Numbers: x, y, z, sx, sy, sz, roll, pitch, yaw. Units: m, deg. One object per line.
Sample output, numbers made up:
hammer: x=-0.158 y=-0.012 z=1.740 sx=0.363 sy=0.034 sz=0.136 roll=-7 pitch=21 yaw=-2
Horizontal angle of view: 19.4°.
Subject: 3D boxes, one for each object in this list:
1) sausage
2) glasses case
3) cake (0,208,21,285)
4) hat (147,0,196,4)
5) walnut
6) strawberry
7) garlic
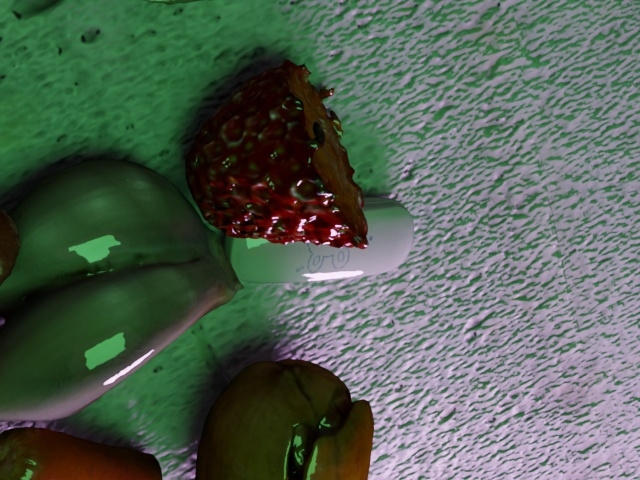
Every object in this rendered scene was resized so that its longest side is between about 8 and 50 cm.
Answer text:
sausage: x=-0.264 y=0.267 z=2.098 sx=0.083 sy=0.089 sz=0.300 roll=-18 pitch=160 yaw=25
glasses case: x=0.000 y=0.000 z=2.157 sx=0.233 sy=0.059 sz=0.092 roll=-3 pitch=119 yaw=-25
cake: x=-0.442 y=0.046 z=1.884 sx=0.151 sy=0.177 sz=0.283 roll=37 pitch=91 yaw=-37
hat: x=-0.150 y=-0.343 z=1.896 sx=0.166 sy=0.144 sz=0.173 roll=6 pitch=72 yaw=-11
walnut: x=-0.051 y=0.287 z=2.211 sx=0.209 sy=0.209 sz=0.336 roll=0 pitch=126 yaw=-27
strawberry: x=-0.053 y=-0.067 z=2.015 sx=0.178 sy=0.234 sz=0.234 roll=-23 pitch=127 yaw=10
garlic: x=-0.275 y=0.059 z=1.994 sx=0.340 sy=0.246 sz=0.231 roll=-31 pitch=93 yaw=1
